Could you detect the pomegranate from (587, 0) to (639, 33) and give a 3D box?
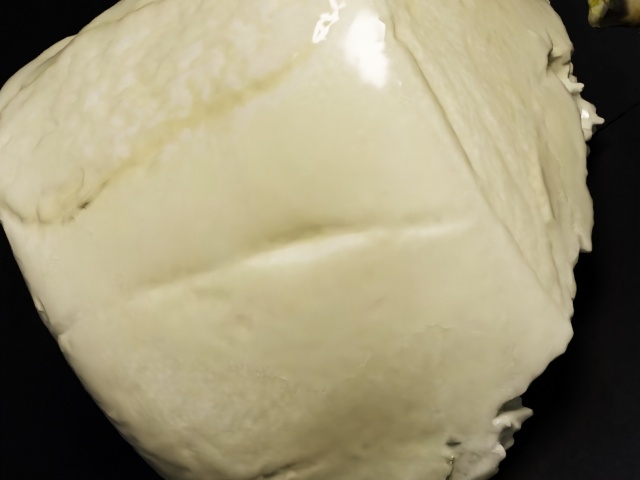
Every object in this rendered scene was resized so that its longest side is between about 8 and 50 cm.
[{"bbox_3d":[0.242,-0.122,0.648,0.276,0.222,0.204,6,48,16],"label":"pomegranate"}]

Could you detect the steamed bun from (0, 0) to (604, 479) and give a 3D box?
[{"bbox_3d":[0.000,0.000,0.879,0.290,0.273,0.272,-37,49,21],"label":"steamed bun"}]
